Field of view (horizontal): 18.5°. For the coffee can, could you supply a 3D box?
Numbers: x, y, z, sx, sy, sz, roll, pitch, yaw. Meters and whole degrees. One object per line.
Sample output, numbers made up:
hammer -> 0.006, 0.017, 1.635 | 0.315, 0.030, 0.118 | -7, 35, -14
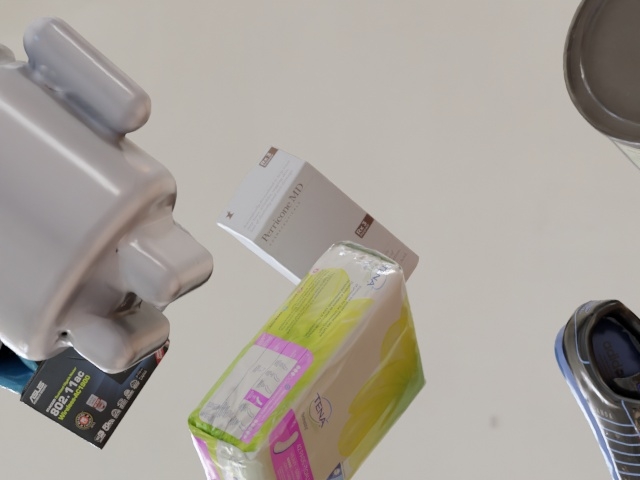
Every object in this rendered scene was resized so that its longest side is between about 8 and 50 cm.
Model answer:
coffee can -> 0.357, -0.113, 1.670 | 0.275, 0.201, 0.201 | 37, -128, -48

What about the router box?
router box -> -0.211, 0.121, 1.838 | 0.122, 0.092, 0.038 | -57, 10, 7

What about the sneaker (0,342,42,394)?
sneaker -> -0.425, 0.078, 1.966 | 0.125, 0.341, 0.139 | -59, 42, 33

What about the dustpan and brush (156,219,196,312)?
dustpan and brush -> -0.236, -0.005, 1.943 | 0.147, 0.211, 0.060 | -51, 14, 24

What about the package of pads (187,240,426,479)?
package of pads -> -0.010, 0.171, 2.121 | 0.296, 0.101, 0.229 | -50, -33, -29

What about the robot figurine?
robot figurine -> -0.264, -0.038, 1.647 | 0.300, 0.353, 0.200 | -54, -7, 13

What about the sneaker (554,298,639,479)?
sneaker -> 0.265, 0.151, 1.554 | 0.232, 0.081, 0.090 | 57, 165, 10

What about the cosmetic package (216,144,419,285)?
cosmetic package -> 0.000, 0.000, 2.306 | 0.231, 0.085, 0.117 | 38, -97, -40
